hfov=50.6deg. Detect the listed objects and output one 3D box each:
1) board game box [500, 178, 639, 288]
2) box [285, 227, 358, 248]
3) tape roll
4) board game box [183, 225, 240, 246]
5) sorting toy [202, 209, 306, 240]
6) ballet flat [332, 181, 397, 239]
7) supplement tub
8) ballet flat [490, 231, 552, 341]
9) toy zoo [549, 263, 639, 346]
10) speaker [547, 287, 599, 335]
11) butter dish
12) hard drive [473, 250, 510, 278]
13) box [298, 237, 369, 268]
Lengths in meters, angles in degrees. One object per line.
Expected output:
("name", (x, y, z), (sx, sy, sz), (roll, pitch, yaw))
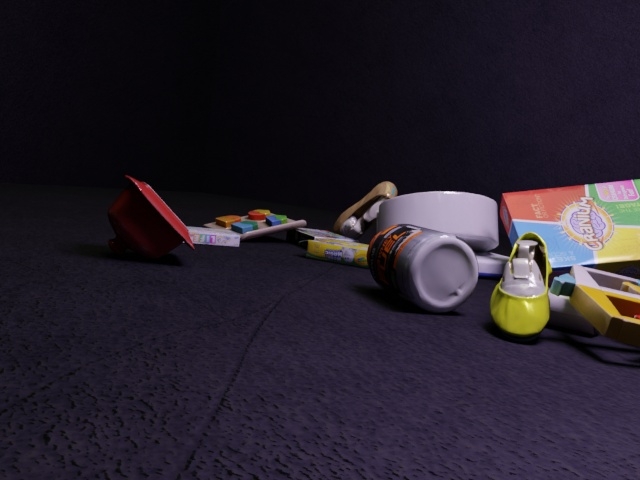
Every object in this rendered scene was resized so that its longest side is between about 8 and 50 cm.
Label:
("board game box", (0.549, -0.015, 1.367), (0.316, 0.064, 0.242), (-6, 41, 2))
("box", (0.000, 0.000, 1.664), (0.114, 0.036, 0.207), (5, 6, -22))
("tape roll", (0.277, -0.033, 1.614), (0.286, 0.100, 0.286), (1, -11, 0))
("board game box", (-0.265, -0.011, 1.493), (0.154, 0.026, 0.103), (5, 6, -21))
("sorting toy", (-0.169, -0.044, 1.702), (0.193, 0.038, 0.208), (-14, 16, -36))
("ballet flat", (0.105, -0.059, 1.734), (0.080, 0.232, 0.073), (34, 30, -14))
("supplement tub", (0.147, 0.036, 1.038), (0.117, 0.117, 0.190), (5, 5, -19))
("ballet flat", (0.275, 0.050, 0.921), (0.077, 0.077, 0.231), (3, 22, 21))
("toy zoo", (0.438, 0.096, 0.863), (0.293, 0.030, 0.192), (13, 18, 2))
("speaker", (0.332, 0.096, 0.976), (0.136, 0.055, 0.055), (10, 6, 37))
("butter dish", (-0.307, -0.022, 1.151), (0.160, 0.118, 0.160), (51, -10, -18))
("hard drive", (0.301, 0.047, 1.518), (0.319, 0.040, 0.210), (5, 5, -21))
("box", (0.050, 0.025, 1.441), (0.179, 0.043, 0.105), (12, 7, 24))
